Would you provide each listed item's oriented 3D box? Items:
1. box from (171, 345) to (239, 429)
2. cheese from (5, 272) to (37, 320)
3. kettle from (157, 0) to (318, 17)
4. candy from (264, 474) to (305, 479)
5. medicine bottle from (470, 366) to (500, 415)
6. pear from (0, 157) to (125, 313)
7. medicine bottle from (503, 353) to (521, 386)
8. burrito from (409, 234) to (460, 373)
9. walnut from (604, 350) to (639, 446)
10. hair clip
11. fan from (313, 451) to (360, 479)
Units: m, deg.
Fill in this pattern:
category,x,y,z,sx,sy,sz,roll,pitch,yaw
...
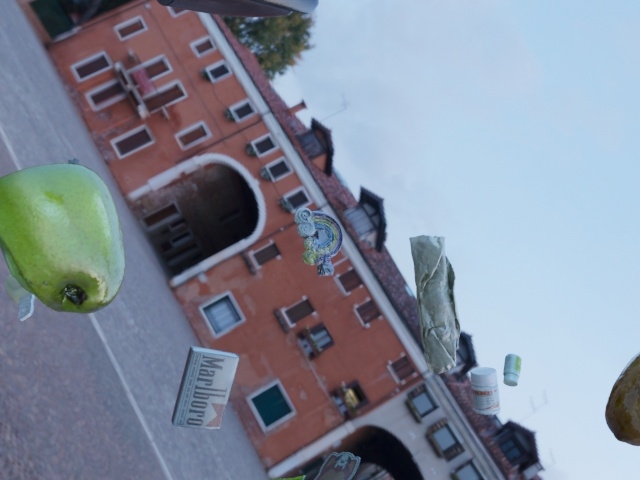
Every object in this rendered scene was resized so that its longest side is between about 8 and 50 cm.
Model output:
category,x,y,z,sx,sy,sz,roll,pitch,yaw
box,-0.259,0.333,1.406,0.036,0.115,0.178,20,-84,66
cheese,-0.728,0.127,1.553,0.054,0.127,0.251,60,-7,-32
kettle,-0.125,-0.422,0.982,0.202,0.232,0.144,42,-55,43
candy,-0.138,0.583,1.373,0.246,0.148,0.069,-19,104,-71
medicine bottle,0.351,0.320,1.326,0.057,0.057,0.089,-172,-104,-76
pear,-0.557,0.010,1.398,0.342,0.238,0.318,114,-48,-79
medicine bottle,0.544,0.368,1.769,0.047,0.083,0.047,13,-36,9
burrito,0.319,0.174,1.705,0.076,0.117,0.393,-22,105,-66
walnut,0.538,0.238,1.002,0.115,0.207,0.116,35,-6,4
hair clip,0.000,0.000,1.485,0.049,0.116,0.172,-7,-88,59
fan,0.009,0.585,1.453,0.009,0.220,0.132,51,-34,-18
